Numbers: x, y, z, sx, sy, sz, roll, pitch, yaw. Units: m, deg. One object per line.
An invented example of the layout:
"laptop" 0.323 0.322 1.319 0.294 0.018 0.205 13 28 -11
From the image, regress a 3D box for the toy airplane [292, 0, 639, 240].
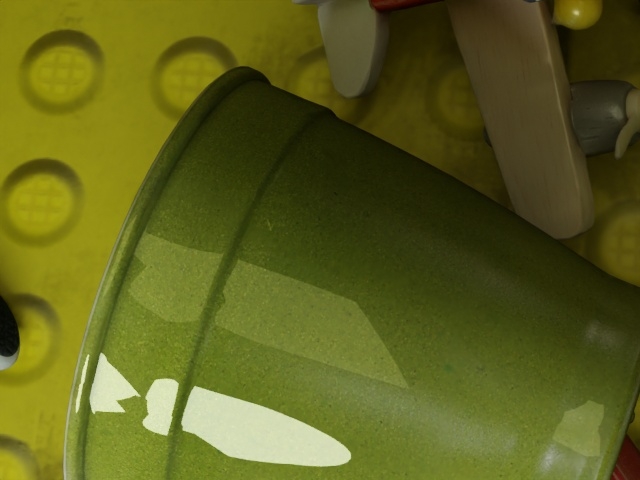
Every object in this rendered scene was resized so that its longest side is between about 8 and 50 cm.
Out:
"toy airplane" 0.158 -0.248 1.246 0.272 0.386 0.384 -15 47 -33

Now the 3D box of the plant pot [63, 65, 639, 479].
"plant pot" 0.052 0.098 1.126 0.353 0.366 0.366 19 78 12

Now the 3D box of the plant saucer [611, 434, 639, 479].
"plant saucer" 0.180 0.281 1.223 0.259 0.048 0.258 -33 73 -1

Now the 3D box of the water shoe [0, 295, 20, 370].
"water shoe" -0.346 0.054 1.358 0.080 0.073 0.203 -49 69 16
